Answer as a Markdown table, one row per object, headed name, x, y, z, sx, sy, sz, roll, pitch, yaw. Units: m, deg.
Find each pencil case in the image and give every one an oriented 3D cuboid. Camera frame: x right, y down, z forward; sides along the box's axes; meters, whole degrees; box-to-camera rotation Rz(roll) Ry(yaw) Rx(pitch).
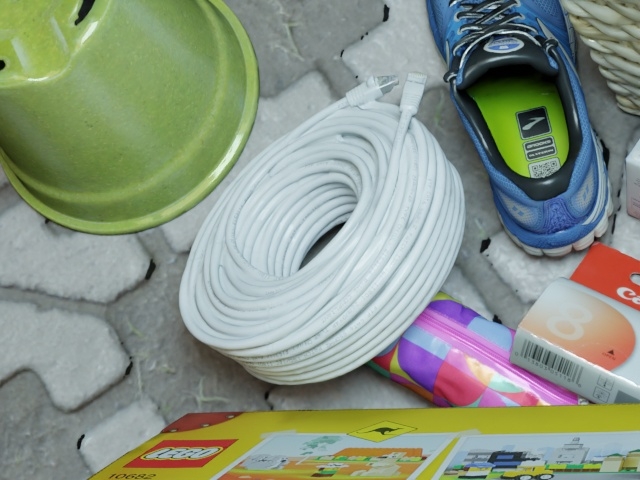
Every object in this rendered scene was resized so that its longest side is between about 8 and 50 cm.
| name | x | y | z | sx | sy | sz | roll | pitch | yaw |
| --- | --- | --- | --- | --- | --- | --- | --- | --- | --- |
| pencil case | 0.145 | 0.112 | 1.084 | 0.236 | 0.104 | 0.104 | 27 | 82 | 21 |

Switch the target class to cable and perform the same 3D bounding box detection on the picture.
| name | x | y | z | sx | sy | sz | roll | pitch | yaw |
| --- | --- | --- | --- | --- | --- | --- | --- | --- | --- |
| cable | 0.000 | 0.000 | 1.108 | 0.257 | 0.089 | 0.257 | -24 | 41 | 28 |

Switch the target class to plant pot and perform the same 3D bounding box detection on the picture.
| name | x | y | z | sx | sy | sz | roll | pitch | yaw |
| --- | --- | --- | --- | --- | --- | --- | --- | --- | --- |
| plant pot | -0.221 | -0.172 | 1.176 | 0.276 | 0.254 | 0.276 | -4 | 73 | 13 |

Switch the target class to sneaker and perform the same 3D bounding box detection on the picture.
| name | x | y | z | sx | sy | sz | roll | pitch | yaw |
| --- | --- | --- | --- | --- | --- | --- | --- | --- | --- |
| sneaker | 0.168 | -0.157 | 1.132 | 0.129 | 0.147 | 0.330 | -20 | 66 | 7 |

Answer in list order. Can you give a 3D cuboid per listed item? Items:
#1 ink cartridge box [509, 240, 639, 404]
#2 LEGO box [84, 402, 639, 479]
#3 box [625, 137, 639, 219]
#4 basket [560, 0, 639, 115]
| name | x | y | z | sx | sy | sz | roll | pitch | yaw |
| --- | --- | --- | --- | --- | --- | --- | --- | --- | --- |
| ink cartridge box | 0.254 | 0.064 | 1.050 | 0.145 | 0.045 | 0.179 | 26 | 47 | 20 |
| LEGO box | 0.060 | 0.249 | 0.860 | 0.500 | 0.372 | 0.193 | -4 | 98 | 22 |
| box | 0.320 | -0.042 | 1.065 | 0.126 | 0.137 | 0.072 | 31 | 81 | 20 |
| basket | 0.387 | -0.211 | 0.981 | 0.331 | 0.328 | 0.266 | 27 | 85 | 32 |
